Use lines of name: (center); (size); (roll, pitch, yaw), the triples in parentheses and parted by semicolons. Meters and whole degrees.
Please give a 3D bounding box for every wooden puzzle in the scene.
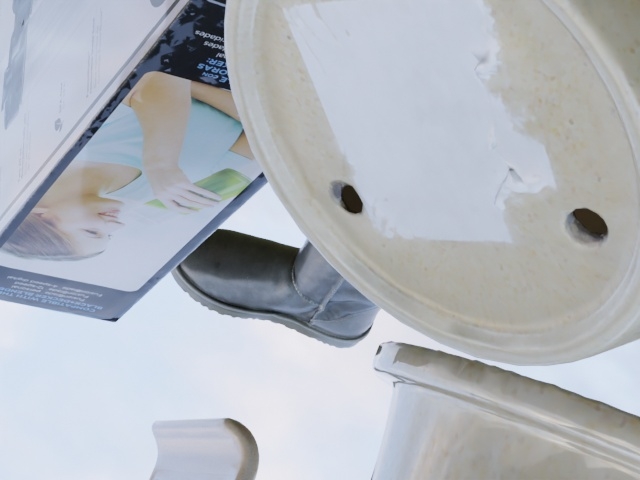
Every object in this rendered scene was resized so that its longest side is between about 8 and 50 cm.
wooden puzzle: (-0.143, 0.340, 1.407); (0.080, 0.348, 0.322); (22, 167, -15)

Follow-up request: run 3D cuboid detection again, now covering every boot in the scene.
boot: (-0.001, -0.002, 1.154); (0.189, 0.208, 0.076); (16, -118, -12)

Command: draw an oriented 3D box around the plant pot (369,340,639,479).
plant pot: (0.113, 0.241, 0.555); (0.333, 0.305, 0.334); (24, 174, 3)

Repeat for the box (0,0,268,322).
box: (-0.068, -0.098, 0.656); (0.087, 0.290, 0.169); (13, -121, -27)

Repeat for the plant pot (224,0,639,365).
plant pot: (0.108, -0.095, 0.432); (0.256, 0.256, 0.274); (33, -127, 23)
